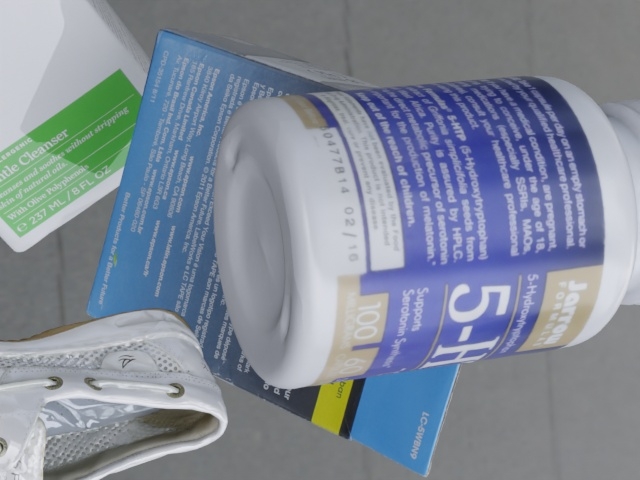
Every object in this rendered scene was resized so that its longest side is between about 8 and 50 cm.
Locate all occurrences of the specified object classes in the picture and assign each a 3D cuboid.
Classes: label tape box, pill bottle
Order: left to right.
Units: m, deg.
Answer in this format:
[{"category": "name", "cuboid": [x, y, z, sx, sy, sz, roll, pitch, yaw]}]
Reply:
[{"category": "label tape box", "cuboid": [0.000, 0.000, 1.174, 0.106, 0.333, 0.241, -1, 110, -57]}, {"category": "pill bottle", "cuboid": [0.061, -0.008, 0.616, 0.186, 0.112, 0.112, -7, 91, -20]}]

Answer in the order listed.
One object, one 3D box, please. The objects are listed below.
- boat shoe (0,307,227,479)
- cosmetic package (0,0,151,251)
[{"category": "boat shoe", "cuboid": [-0.184, 0.115, 0.897, 0.277, 0.096, 0.098, -16, 132, -23]}, {"category": "cosmetic package", "cuboid": [-0.294, -0.189, 1.290, 0.365, 0.197, 0.155, 52, 5, -42]}]
